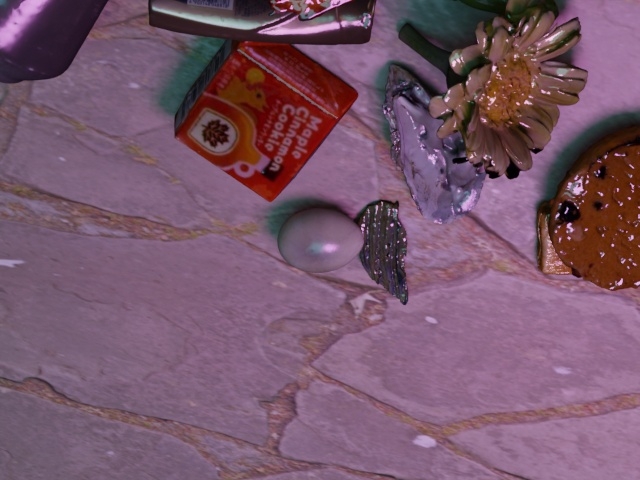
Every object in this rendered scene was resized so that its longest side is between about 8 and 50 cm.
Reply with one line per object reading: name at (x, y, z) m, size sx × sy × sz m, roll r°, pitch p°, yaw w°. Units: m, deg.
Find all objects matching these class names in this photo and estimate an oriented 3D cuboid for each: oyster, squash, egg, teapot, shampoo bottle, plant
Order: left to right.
teapot at (-0.428, -0.466, 1.634) m, size 0.362 × 0.305 × 0.376 m, roll -36°, pitch 80°, yaw 17°
shampoo bottle at (-0.088, -0.369, 1.702) m, size 0.350 × 0.125 × 0.084 m, roll 4°, pitch 156°, yaw -4°
egg at (0.000, 0.000, 1.904) m, size 0.152 × 0.114 × 0.114 m, roll -1°, pitch 120°, yaw 6°
oyster at (0.177, -0.145, 1.805) m, size 0.252 × 0.087 × 0.199 m, roll 27°, pitch 112°, yaw -15°
plant at (0.241, -0.221, 1.641) m, size 0.297 × 0.261 × 0.306 m, roll 4°, pitch 157°, yaw 19°
squash at (0.279, -0.372, 1.679) m, size 0.184 × 0.052 × 0.052 m, roll 17°, pitch 121°, yaw 3°

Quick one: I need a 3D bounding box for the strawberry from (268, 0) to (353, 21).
strawberry at (0.012, -0.488, 1.604) m, size 0.280 × 0.150 × 0.253 m, roll -21°, pitch 119°, yaw 5°

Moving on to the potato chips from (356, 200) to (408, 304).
potato chips at (0.112, 0.024, 1.951) m, size 0.092 × 0.028 × 0.207 m, roll -1°, pitch 118°, yaw 12°

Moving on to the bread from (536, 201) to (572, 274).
bread at (0.408, -0.002, 1.870) m, size 0.074 × 0.053 × 0.132 m, roll -3°, pitch 117°, yaw 11°

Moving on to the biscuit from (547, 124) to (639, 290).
biscuit at (0.514, -0.055, 1.790) m, size 0.296 × 0.075 × 0.295 m, roll -2°, pitch 117°, yaw -4°

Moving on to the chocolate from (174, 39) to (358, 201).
chocolate at (-0.098, -0.208, 1.805) m, size 0.235 × 0.108 × 0.237 m, roll 35°, pitch 118°, yaw -13°
